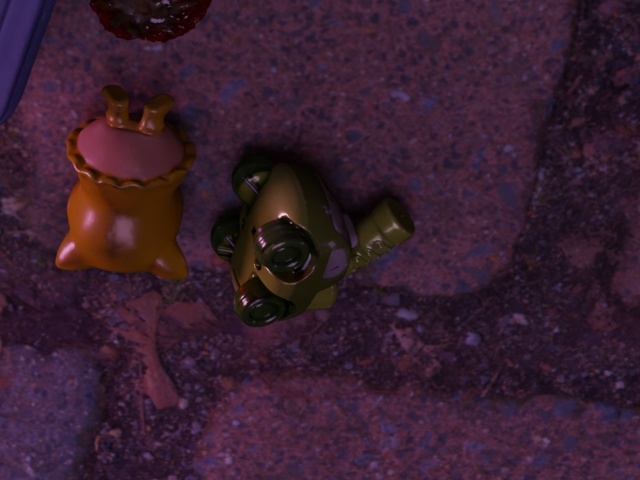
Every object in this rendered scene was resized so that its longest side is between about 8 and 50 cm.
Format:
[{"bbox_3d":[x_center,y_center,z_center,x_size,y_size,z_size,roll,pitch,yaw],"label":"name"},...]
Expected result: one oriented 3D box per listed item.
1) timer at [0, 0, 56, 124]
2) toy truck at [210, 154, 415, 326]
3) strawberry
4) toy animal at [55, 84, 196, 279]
[{"bbox_3d":[-0.441,-0.302,1.792,0.395,0.173,0.395,-1,128,-1],"label":"timer"},{"bbox_3d":[-0.019,0.010,2.066,0.211,0.148,0.187,13,130,-37],"label":"toy truck"},{"bbox_3d":[-0.178,-0.267,1.882,0.145,0.086,0.145,0,125,0],"label":"strawberry"},{"bbox_3d":[-0.212,-0.062,2.000,0.156,0.156,0.229,4,123,-4],"label":"toy animal"}]
